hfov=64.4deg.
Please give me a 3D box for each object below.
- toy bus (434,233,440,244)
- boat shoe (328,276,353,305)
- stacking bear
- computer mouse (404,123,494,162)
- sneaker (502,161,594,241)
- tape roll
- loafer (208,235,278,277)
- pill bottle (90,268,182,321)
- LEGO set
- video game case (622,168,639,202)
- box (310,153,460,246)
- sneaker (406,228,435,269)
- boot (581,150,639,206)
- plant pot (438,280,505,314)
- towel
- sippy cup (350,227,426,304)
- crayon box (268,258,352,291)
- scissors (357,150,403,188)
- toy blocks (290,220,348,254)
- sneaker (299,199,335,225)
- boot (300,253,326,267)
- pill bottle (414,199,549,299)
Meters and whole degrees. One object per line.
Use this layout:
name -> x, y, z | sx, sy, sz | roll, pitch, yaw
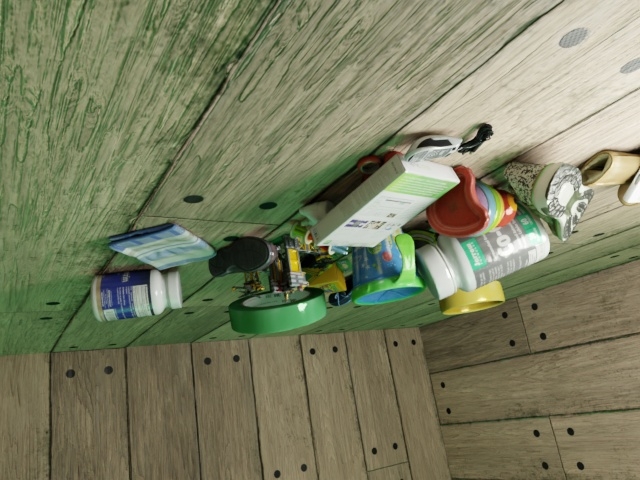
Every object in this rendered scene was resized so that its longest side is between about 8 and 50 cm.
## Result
toy bus -> 0.451, 0.035, 1.830 | 0.202, 0.104, 0.191 | -16, 161, 18
boat shoe -> 0.113, 0.200, 2.213 | 0.089, 0.109, 0.258 | 16, 133, -39
stacking bear -> 0.431, -0.088, 1.380 | 0.289, 0.176, 0.164 | -2, 160, -44
computer mouse -> 0.268, -0.210, 1.101 | 0.192, 0.042, 0.106 | -10, 168, -16
sneaker -> 0.610, -0.126, 1.379 | 0.158, 0.182, 0.410 | -57, 142, 3
tape roll -> -0.141, 0.226, 1.684 | 0.321, 0.077, 0.321 | -7, -174, 1
loafer -> -0.226, 0.051, 1.560 | 0.302, 0.109, 0.095 | -15, 170, 42
pill bottle -> -0.592, 0.174, 1.655 | 0.264, 0.153, 0.153 | -5, 162, -12
LEGO set -> -0.107, 0.119, 1.665 | 0.331, 0.192, 0.255 | -21, 159, 33
video game case -> 0.941, -0.193, 1.341 | 0.226, 0.026, 0.206 | -4, 129, -18
box -> 0.158, -0.086, 1.272 | 0.232, 0.059, 0.322 | 2, 149, -45
sneaker -> 0.286, 0.065, 1.776 | 0.111, 0.121, 0.300 | 21, 150, -13
boot -> 0.838, -0.174, 1.429 | 0.269, 0.089, 0.236 | -5, 149, -17
plant pot -> 0.589, 0.158, 2.059 | 0.253, 0.239, 0.254 | -9, 162, -3
towel -> -0.445, 0.024, 1.466 | 0.209, 0.034, 0.285 | -13, 162, 8
sippy cup -> 0.197, 0.070, 1.616 | 0.305, 0.224, 0.240 | -21, 160, 33
crayon box -> -0.024, 0.165, 2.026 | 0.322, 0.083, 0.203 | -13, 162, 9
scissors -> 0.125, -0.140, 1.266 | 0.108, 0.021, 0.297 | -8, 161, -10
toy blocks -> 0.000, 0.000, 1.464 | 0.148, 0.054, 0.123 | 21, 175, 25
sneaker -> 0.009, -0.057, 1.406 | 0.094, 0.080, 0.212 | -2, 159, 21
boot -> -0.011, 0.078, 1.827 | 0.099, 0.045, 0.121 | 2, 166, -24
pill bottle -> 0.489, 0.035, 1.567 | 0.361, 0.204, 0.204 | -25, 162, -1
